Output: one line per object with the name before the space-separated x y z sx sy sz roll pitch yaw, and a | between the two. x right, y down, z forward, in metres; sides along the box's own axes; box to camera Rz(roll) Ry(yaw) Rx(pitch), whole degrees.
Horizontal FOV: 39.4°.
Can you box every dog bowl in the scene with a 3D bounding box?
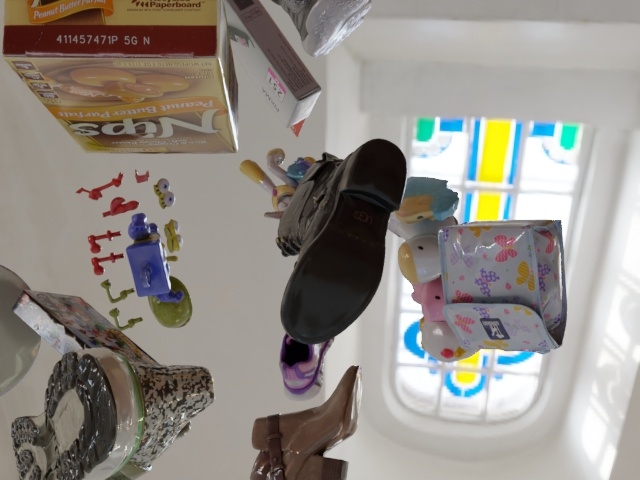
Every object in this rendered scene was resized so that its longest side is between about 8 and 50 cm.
dog bowl | -0.639 0.158 1.593 0.265 0.265 0.104 -27 -162 -32

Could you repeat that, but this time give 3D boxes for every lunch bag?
lunch bag | 0.116 0.030 0.567 0.071 0.083 0.053 0 -171 40

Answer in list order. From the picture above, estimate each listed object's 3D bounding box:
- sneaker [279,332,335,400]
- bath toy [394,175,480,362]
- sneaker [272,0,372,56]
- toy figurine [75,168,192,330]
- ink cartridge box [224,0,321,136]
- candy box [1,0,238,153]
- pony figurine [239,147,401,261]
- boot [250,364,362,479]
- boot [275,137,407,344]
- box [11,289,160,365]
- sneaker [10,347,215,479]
sneaker | -0.032 0.197 1.786 0.095 0.105 0.236 -6 -133 19
bath toy | 0.200 0.068 1.450 0.129 0.348 0.151 11 -137 36
sneaker | -0.021 -0.318 1.131 0.101 0.153 0.268 -41 -174 7
toy figurine | -0.360 0.065 1.766 0.191 0.363 0.217 -10 -157 -8
ink cartridge box | -0.118 -0.332 1.669 0.060 0.239 0.275 -32 -97 -19
candy box | -0.181 -0.166 0.900 0.182 0.088 0.316 0 170 -2
pony figurine | -0.002 -0.052 1.963 0.351 0.303 0.363 27 -161 -27
boot | -0.015 0.160 0.763 0.087 0.042 0.118 2 -118 22
boot | 0.000 0.000 1.055 0.263 0.091 0.229 -64 -162 -14
box | -0.398 0.171 1.543 0.233 0.044 0.159 35 -174 22
sneaker | -0.244 0.246 1.053 0.182 0.410 0.158 -2 -115 -34
